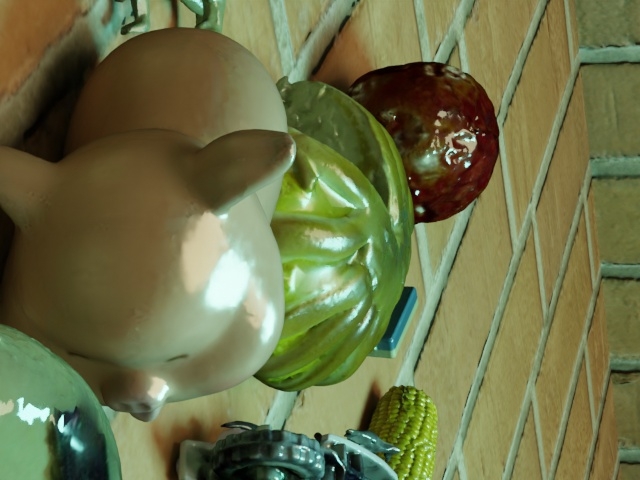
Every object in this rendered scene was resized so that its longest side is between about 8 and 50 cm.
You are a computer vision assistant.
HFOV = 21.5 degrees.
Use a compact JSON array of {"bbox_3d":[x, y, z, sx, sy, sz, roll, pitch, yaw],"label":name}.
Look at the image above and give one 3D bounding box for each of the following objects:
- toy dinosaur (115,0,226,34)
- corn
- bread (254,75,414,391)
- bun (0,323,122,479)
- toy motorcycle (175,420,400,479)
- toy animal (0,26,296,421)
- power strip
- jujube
[{"bbox_3d":[-0.125,-0.247,1.391,0.294,0.077,0.162,-2,91,-71],"label":"toy dinosaur"},{"bbox_3d":[0.089,0.287,2.005,0.293,0.106,0.106,-70,153,-46],"label":"corn"},{"bbox_3d":[0.000,0.000,1.642,0.333,0.160,0.333,2,90,-71],"label":"bread"},{"bbox_3d":[-0.247,0.162,0.873,0.293,0.187,0.293,-34,136,-41],"label":"bun"},{"bbox_3d":[-0.025,0.254,1.593,0.327,0.188,0.143,37,44,-50],"label":"toy motorcycle"},{"bbox_3d":[-0.116,-0.024,1.232,0.269,0.237,0.326,74,17,-62],"label":"toy animal"},{"bbox_3d":[0.078,0.099,2.039,0.123,0.056,0.032,-61,147,-54],"label":"power strip"},{"bbox_3d":[0.113,-0.109,1.944,0.290,0.197,0.197,15,75,-80],"label":"jujube"}]
